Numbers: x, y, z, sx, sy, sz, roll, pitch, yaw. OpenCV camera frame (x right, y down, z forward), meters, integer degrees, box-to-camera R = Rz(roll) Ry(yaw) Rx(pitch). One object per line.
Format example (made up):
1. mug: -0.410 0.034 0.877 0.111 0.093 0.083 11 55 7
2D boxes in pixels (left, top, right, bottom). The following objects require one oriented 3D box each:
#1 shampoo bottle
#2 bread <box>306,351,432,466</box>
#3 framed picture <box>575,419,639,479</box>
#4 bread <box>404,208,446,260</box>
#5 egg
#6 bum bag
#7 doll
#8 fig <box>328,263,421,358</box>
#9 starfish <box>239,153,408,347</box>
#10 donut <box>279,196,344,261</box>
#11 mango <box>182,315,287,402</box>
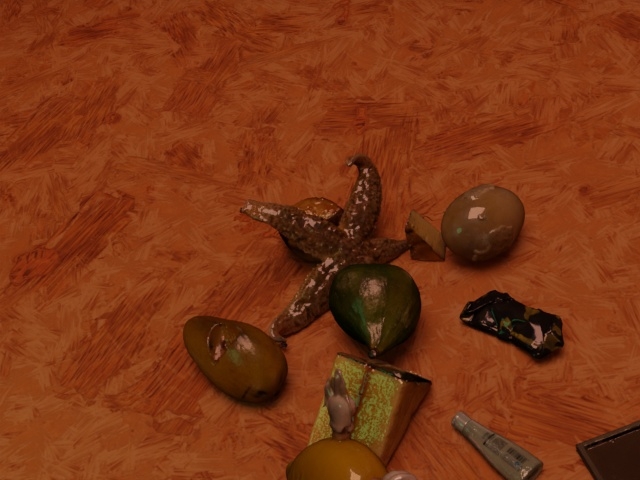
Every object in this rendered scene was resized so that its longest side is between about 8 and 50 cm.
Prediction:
1. shampoo bottle: 0.326 0.390 1.821 0.069 0.041 0.190 -41 50 -17
2. bread: 0.089 0.364 1.913 0.167 0.163 0.264 19 88 28
3. framed picture: 0.655 0.405 1.732 0.315 0.024 0.232 -19 44 -5
4. bread: 0.242 -0.019 2.203 0.080 0.109 0.084 -1 42 19
5. egg: 0.364 -0.039 2.153 0.201 0.164 0.164 -27 45 -19
6. bum bag: 0.405 0.169 2.003 0.232 0.060 0.107 25 66 36
7. doll: 0.060 0.431 1.635 0.161 0.348 0.423 -7 36 -26
8. fig: 0.115 0.169 1.995 0.203 0.203 0.235 -6 49 9
9. starfish: 0.000 0.000 2.167 0.432 0.082 0.324 -30 91 -18
10. donut: -0.012 -0.021 2.294 0.166 0.073 0.184 -41 51 -21
11. mango: -0.185 0.242 2.031 0.262 0.167 0.130 18 39 33
